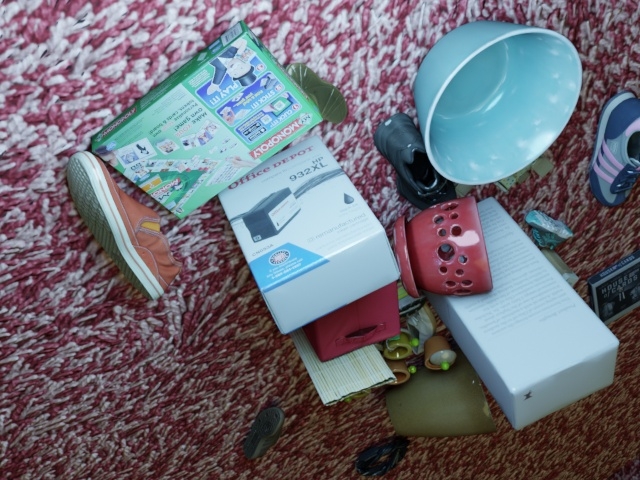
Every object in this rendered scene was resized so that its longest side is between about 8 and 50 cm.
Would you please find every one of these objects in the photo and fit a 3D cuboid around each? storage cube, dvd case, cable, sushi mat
[{"bbox_3d":[0.040,0.093,1.494,0.184,0.215,0.193,-17,128,-12],"label":"storage cube"},{"bbox_3d":[0.855,0.144,2.086,0.179,0.029,0.238,-30,136,-1],"label":"dvd case"},{"bbox_3d":[0.196,0.657,2.188,0.184,0.047,0.150,-31,136,0],"label":"cable"},{"bbox_3d":[0.029,0.218,1.522,0.151,0.316,0.019,-21,123,-9],"label":"sushi mat"}]

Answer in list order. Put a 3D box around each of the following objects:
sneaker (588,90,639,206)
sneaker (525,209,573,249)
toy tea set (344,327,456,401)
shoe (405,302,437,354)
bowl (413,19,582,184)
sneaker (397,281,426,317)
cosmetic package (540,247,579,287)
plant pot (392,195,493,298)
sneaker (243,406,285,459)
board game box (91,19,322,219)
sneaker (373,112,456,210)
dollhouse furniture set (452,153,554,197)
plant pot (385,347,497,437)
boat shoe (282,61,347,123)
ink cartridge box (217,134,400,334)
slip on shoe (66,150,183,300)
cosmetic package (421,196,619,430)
[{"bbox_3d":[0.691,-0.174,1.644,0.112,0.131,0.319,-25,136,-6],"label":"sneaker"},{"bbox_3d":[0.540,-0.018,1.757,0.166,0.065,0.076,20,121,-37],"label":"sneaker"},{"bbox_3d":[0.164,0.322,1.767,0.336,0.124,0.200,-26,136,20],"label":"toy tea set"},{"bbox_3d":[0.246,0.211,1.795,0.058,0.076,0.219,-28,138,-10],"label":"shoe"},{"bbox_3d":[0.296,-0.272,1.329,0.311,0.163,0.311,-14,133,-15],"label":"bowl"},{"bbox_3d":[0.131,0.145,1.665,0.208,0.094,0.081,-19,150,-18],"label":"sneaker"},{"bbox_3d":[0.586,0.077,1.824,0.041,0.115,0.060,10,122,-32],"label":"cosmetic package"},{"bbox_3d":[0.240,0.019,1.441,0.174,0.191,0.191,-11,138,14],"label":"plant pot"},{"bbox_3d":[-0.133,0.486,1.866,0.071,0.066,0.188,-2,137,-47],"label":"sneaker"},{"bbox_3d":[-0.185,-0.186,1.203,0.317,0.046,0.213,-33,135,15],"label":"board game box"},{"bbox_3d":[0.204,-0.121,1.440,0.109,0.130,0.286,-40,136,7],"label":"sneaker"},{"bbox_3d":[0.402,-0.125,1.559,0.182,0.101,0.161,-46,134,15],"label":"dollhouse furniture set"},{"bbox_3d":[0.310,0.425,1.941,0.254,0.237,0.237,-18,137,10],"label":"plant pot"},{"bbox_3d":[-0.011,-0.259,1.263,0.056,0.049,0.152,-53,130,-3],"label":"boat shoe"},{"bbox_3d":[-0.033,-0.021,1.280,0.223,0.307,0.129,-27,134,-3],"label":"ink cartridge box"},{"bbox_3d":[-0.335,-0.032,1.266,0.101,0.123,0.331,-45,139,-23],"label":"slip on shoe"},{"bbox_3d":[0.384,0.136,1.529,0.230,0.453,0.161,-24,137,-5],"label":"cosmetic package"}]
